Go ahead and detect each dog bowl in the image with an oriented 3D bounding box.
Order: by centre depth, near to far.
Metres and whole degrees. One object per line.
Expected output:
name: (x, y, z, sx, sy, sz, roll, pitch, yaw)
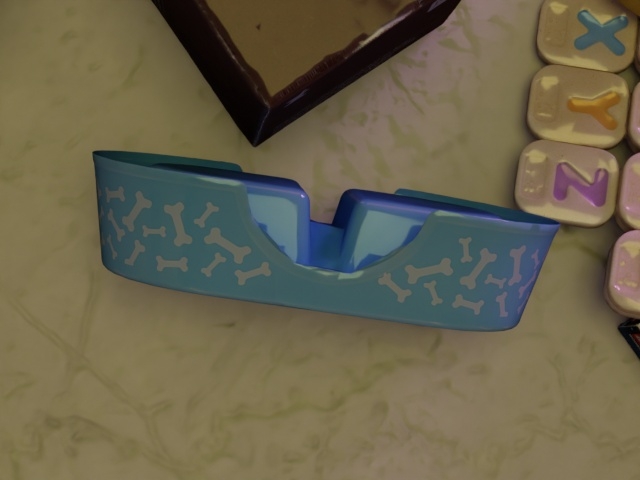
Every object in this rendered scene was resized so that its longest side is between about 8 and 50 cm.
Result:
dog bowl: (0.000, 0.000, 0.887, 0.297, 0.166, 0.074, 8, 96, -5)

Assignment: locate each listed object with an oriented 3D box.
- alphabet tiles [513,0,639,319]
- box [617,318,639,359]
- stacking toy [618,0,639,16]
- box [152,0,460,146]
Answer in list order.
alphabet tiles: (0.279, -0.077, 0.957, 0.278, 0.021, 0.284, 10, 75, 3)
box: (0.338, 0.108, 0.965, 0.159, 0.044, 0.233, -35, 89, -7)
stacking toy: (0.283, -0.332, 0.937, 0.280, 0.130, 0.308, -24, 82, -7)
box: (-0.028, -0.196, 0.891, 0.168, 0.167, 0.203, -34, 90, -8)
